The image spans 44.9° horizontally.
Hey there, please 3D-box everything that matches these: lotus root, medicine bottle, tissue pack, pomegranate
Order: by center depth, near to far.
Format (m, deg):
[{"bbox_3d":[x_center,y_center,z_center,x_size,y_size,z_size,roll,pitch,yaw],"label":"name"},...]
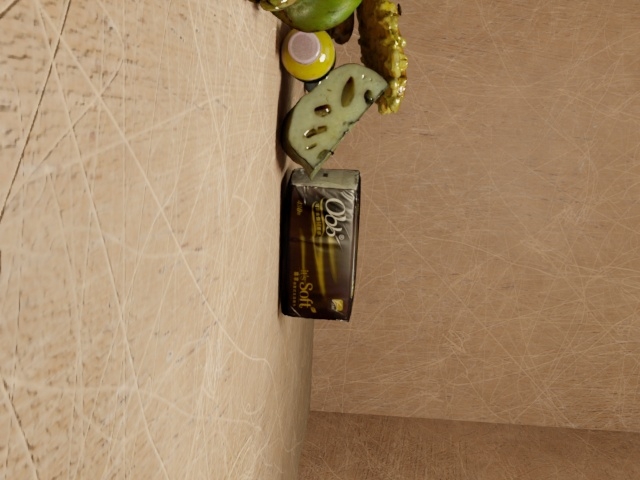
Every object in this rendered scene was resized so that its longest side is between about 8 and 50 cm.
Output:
[{"bbox_3d":[-0.023,-0.417,1.278,0.241,0.189,0.159,-86,-158,-45],"label":"pomegranate"},{"bbox_3d":[-0.028,-0.415,1.709,0.212,0.121,0.122,-64,157,-83],"label":"medicine bottle"},{"bbox_3d":[0.010,-0.287,1.842,0.267,0.149,0.260,-48,-176,-7],"label":"lotus root"},{"bbox_3d":[0.000,0.000,2.002,0.210,0.198,0.370,-70,163,-69],"label":"tissue pack"}]

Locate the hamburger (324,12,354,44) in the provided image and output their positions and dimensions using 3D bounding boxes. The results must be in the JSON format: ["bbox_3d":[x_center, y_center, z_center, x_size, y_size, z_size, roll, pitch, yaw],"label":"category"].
[{"bbox_3d":[0.010,-0.626,1.888,0.318,0.158,0.319,4,90,-86],"label":"hamburger"}]

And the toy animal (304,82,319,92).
[{"bbox_3d":[-0.005,-0.573,2.421,0.137,0.082,0.270,-82,175,-69],"label":"toy animal"}]

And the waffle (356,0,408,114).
[{"bbox_3d":[0.143,-0.460,1.834,0.302,0.068,0.325,99,-25,-70],"label":"waffle"}]
